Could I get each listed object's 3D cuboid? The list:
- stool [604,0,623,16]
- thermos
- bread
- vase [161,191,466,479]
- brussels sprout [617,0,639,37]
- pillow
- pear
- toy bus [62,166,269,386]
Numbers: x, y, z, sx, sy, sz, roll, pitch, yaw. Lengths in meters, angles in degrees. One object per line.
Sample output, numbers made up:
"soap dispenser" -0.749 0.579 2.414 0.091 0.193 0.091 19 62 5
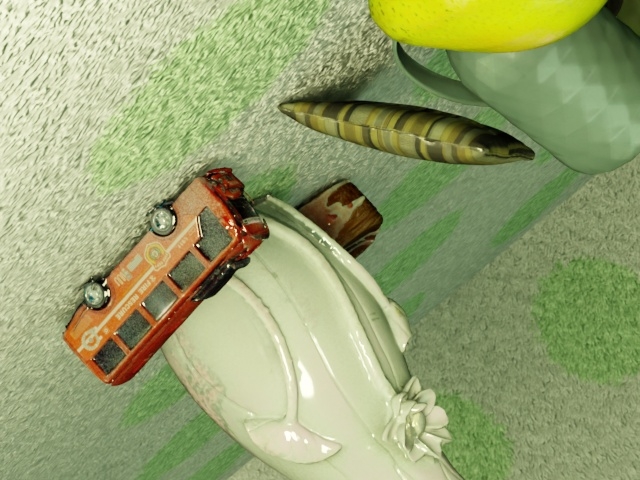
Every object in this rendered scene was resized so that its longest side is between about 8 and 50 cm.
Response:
"stool" 0.254 -0.282 1.771 0.217 0.125 0.121 -59 -171 -8
"thermos" 0.187 -0.180 1.631 0.182 0.145 0.286 -30 134 35
"bread" 0.000 0.000 2.062 0.160 0.073 0.160 -39 172 -7
"vase" 0.015 0.181 1.849 0.250 0.445 0.250 -38 169 -9
"brussels sprout" 0.436 -0.317 1.865 0.274 0.242 0.316 -60 175 9
"pillow" 0.089 -0.108 1.697 0.208 0.212 0.052 -1 105 -71
"pear" 0.141 -0.234 1.411 0.219 0.187 0.187 -36 172 29
"toy bus" -0.149 0.034 1.647 0.235 0.096 0.073 -45 171 21
